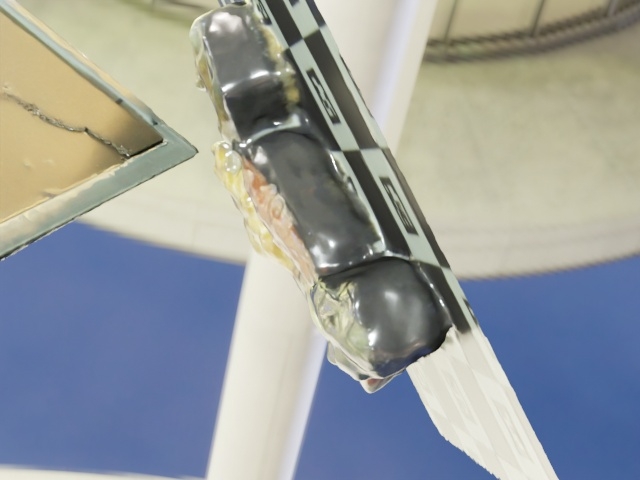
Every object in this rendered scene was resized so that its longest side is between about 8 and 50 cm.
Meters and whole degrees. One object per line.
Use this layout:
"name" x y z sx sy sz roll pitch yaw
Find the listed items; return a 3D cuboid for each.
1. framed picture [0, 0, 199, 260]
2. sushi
"framed picture" -0.208 -0.083 0.884 0.231 0.018 0.293 39 -156 6
"sushi" 0.000 0.000 0.934 0.064 0.359 0.343 -28 -84 -6
